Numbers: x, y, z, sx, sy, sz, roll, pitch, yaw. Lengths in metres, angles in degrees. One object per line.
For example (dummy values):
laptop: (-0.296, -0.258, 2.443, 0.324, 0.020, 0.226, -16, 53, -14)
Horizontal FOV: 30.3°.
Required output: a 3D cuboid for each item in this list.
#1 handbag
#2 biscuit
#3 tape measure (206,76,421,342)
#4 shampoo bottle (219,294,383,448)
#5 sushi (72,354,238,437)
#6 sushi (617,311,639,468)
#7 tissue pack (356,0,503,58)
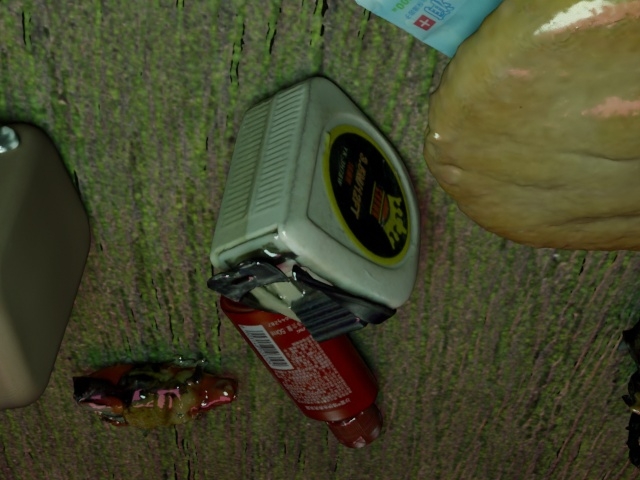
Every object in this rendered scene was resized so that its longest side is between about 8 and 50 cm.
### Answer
handbag: (-0.358, -0.002, 1.222, 0.149, 0.302, 0.283, -3, 131, 9)
biscuit: (0.318, -0.109, 1.073, 0.446, 0.104, 0.429, -1, 151, -4)
tape measure: (0.000, 0.000, 1.187, 0.133, 0.271, 0.231, -23, 129, 29)
shampoo bottle: (-0.008, 0.153, 1.503, 0.118, 0.076, 0.314, -17, 133, 18)
sushi: (-0.216, 0.206, 1.580, 0.226, 0.103, 0.097, -1, 111, 12)
sushi: (0.477, 0.215, 1.414, 0.234, 0.207, 0.348, -22, 136, 24)
tissue pack: (0.162, -0.271, 1.004, 0.177, 0.089, 0.263, 25, 136, -22)
